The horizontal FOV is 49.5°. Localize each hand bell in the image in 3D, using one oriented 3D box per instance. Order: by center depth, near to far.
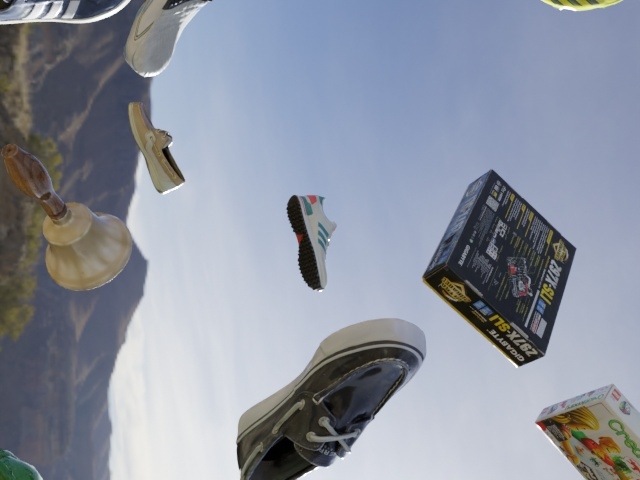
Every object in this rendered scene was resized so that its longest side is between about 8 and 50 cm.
[{"bbox_3d":[-0.343,-0.043,0.887,0.242,0.126,0.126,78,-3,-60],"label":"hand bell"}]

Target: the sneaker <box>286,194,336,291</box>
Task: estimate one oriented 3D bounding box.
[{"bbox_3d":[0.000,0.000,1.129,0.057,0.075,0.161,-27,-104,56],"label":"sneaker"}]

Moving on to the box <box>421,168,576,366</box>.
[{"bbox_3d":[0.360,0.043,1.360,0.079,0.257,0.322,-38,-167,47],"label":"box"}]

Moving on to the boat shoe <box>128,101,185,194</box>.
[{"bbox_3d":[-0.230,-0.135,0.984,0.050,0.045,0.135,-80,152,-74],"label":"boat shoe"}]

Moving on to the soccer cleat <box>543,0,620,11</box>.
[{"bbox_3d":[0.349,-0.443,1.091,0.289,0.121,0.093,27,-92,22],"label":"soccer cleat"}]

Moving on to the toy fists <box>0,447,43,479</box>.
[{"bbox_3d":[-0.327,0.233,0.467,0.096,0.279,0.142,52,-30,15],"label":"toy fists"}]

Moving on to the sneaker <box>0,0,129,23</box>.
[{"bbox_3d":[-0.538,-0.499,1.353,0.148,0.350,0.131,-71,150,-89],"label":"sneaker"}]

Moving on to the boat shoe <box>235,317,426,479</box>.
[{"bbox_3d":[0.004,0.196,0.763,0.301,0.108,0.102,-40,-148,31],"label":"boat shoe"}]

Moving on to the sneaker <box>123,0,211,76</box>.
[{"bbox_3d":[-0.234,-0.369,1.081,0.086,0.085,0.237,46,-73,29],"label":"sneaker"}]

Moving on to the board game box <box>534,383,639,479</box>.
[{"bbox_3d":[0.583,0.427,1.325,0.305,0.053,0.193,49,-37,4],"label":"board game box"}]
